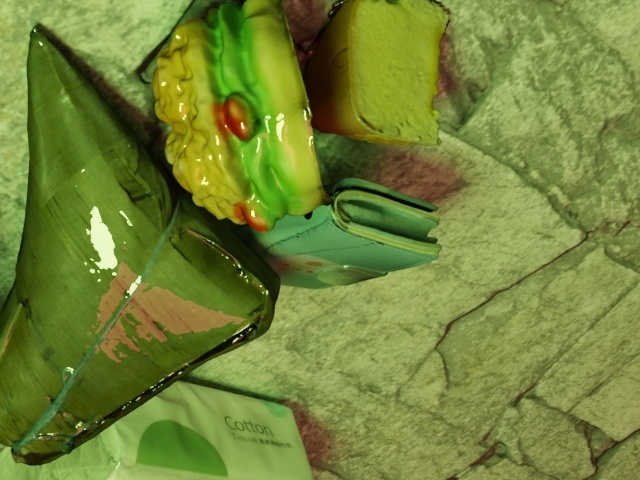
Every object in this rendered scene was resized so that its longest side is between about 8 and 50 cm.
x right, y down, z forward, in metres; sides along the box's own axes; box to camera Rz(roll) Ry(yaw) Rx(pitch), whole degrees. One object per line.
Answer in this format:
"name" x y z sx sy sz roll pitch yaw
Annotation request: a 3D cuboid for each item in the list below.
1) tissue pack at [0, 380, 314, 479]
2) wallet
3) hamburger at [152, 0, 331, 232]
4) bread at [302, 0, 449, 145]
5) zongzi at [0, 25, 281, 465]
"tissue pack" -0.219 0.322 1.610 0.356 0.194 0.266 21 125 -43
"wallet" 0.000 0.000 1.366 0.176 0.075 0.250 14 161 -37
"hamburger" -0.083 -0.119 1.176 0.148 0.237 0.237 -13 139 -2
"bread" 0.056 -0.186 1.284 0.140 0.169 0.160 9 91 -30
"zongzi" -0.289 0.027 1.262 0.356 0.174 0.393 -36 113 10
